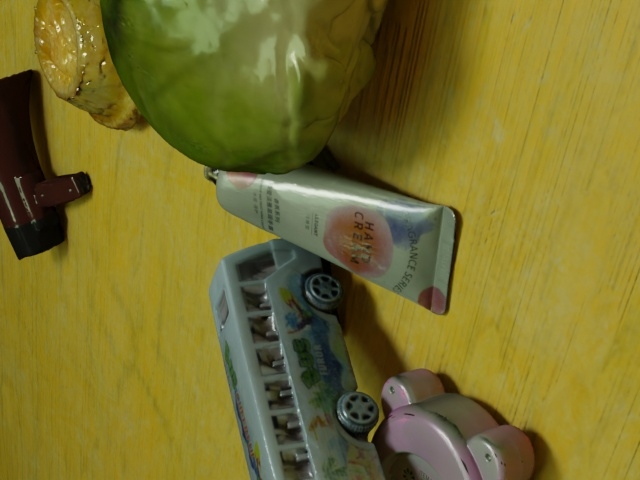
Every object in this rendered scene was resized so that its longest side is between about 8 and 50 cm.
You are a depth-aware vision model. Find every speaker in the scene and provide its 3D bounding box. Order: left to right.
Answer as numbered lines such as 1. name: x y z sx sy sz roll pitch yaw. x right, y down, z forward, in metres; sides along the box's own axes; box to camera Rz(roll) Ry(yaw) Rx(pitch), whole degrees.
1. speaker: -0.523 -0.148 1.931 0.259 0.198 0.330 -20 103 19

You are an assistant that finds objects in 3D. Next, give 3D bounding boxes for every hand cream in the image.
1. hand cream: 0.000 -0.028 1.177 0.340 0.077 0.124 24 123 33

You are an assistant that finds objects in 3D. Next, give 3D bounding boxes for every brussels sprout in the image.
1. brussels sprout: -0.065 -0.232 1.076 0.344 0.268 0.344 16 121 28

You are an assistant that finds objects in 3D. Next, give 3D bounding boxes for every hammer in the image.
1. hammer: 0.000 0.000 1.263 0.103 0.029 0.246 2 106 57

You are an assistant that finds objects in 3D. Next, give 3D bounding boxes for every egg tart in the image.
1. egg tart: -0.334 -0.293 1.574 0.288 0.118 0.288 19 115 48

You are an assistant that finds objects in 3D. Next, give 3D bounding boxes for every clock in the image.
1. clock: 0.132 0.276 1.119 0.227 0.090 0.248 30 125 47

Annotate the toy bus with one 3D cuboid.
1. toy bus: -0.029 0.149 1.171 0.109 0.135 0.330 114 147 -49
